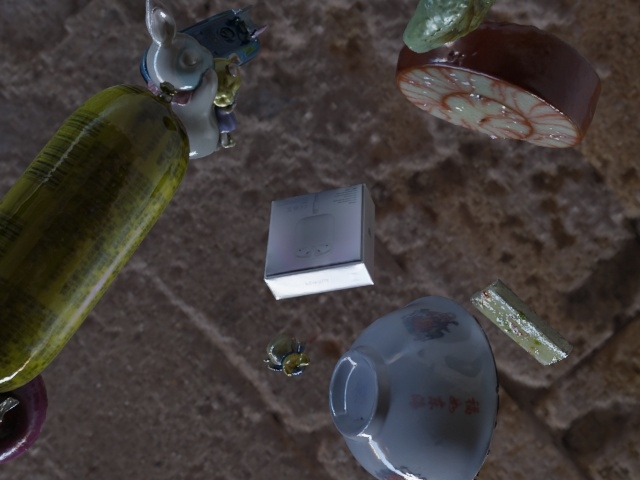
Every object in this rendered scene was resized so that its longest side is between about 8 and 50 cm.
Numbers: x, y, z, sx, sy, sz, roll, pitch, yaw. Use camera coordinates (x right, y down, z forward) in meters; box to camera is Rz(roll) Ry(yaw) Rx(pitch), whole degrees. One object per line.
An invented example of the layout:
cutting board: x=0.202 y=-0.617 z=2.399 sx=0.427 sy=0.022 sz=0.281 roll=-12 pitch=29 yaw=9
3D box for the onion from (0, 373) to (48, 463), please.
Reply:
onion: x=-0.493 y=0.246 z=1.419 sx=0.177 sy=0.177 sz=0.153 roll=47 pitch=-164 yaw=-25

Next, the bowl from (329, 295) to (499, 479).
bowl: x=0.116 y=0.251 z=1.553 sx=0.157 sy=0.346 sz=0.345 roll=11 pitch=-153 yaw=-31

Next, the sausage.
sausage: x=-0.234 y=-0.004 z=0.871 sx=0.123 sy=0.347 sz=0.123 roll=32 pitch=165 yaw=10

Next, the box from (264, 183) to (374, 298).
box: x=0.000 y=0.000 z=1.218 sx=0.051 sy=0.130 sz=0.129 roll=61 pitch=-155 yaw=-47

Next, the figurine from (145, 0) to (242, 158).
figurine: x=-0.198 y=-0.249 z=1.460 sx=0.127 sy=0.155 sz=0.236 roll=-96 pitch=10 yaw=-56

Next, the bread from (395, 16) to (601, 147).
bread: x=0.285 y=-0.260 z=1.566 sx=0.327 sy=0.114 sz=0.295 roll=18 pitch=173 yaw=22

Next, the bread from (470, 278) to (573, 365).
bread: x=0.290 y=0.121 z=1.388 sx=0.153 sy=0.028 sz=0.068 roll=42 pitch=150 yaw=-2

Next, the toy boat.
toy boat: x=-0.248 y=-0.413 z=2.043 sx=0.134 sy=0.299 sz=0.092 roll=52 pitch=143 yaw=1

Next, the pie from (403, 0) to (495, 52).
pie: x=0.160 y=-0.278 z=0.967 sx=0.054 sy=0.240 sz=0.240 roll=34 pitch=-177 yaw=7

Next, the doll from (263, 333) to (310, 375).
doll: x=-0.077 y=0.258 z=2.150 sx=0.089 sy=0.102 sz=0.179 roll=60 pitch=164 yaw=-8
